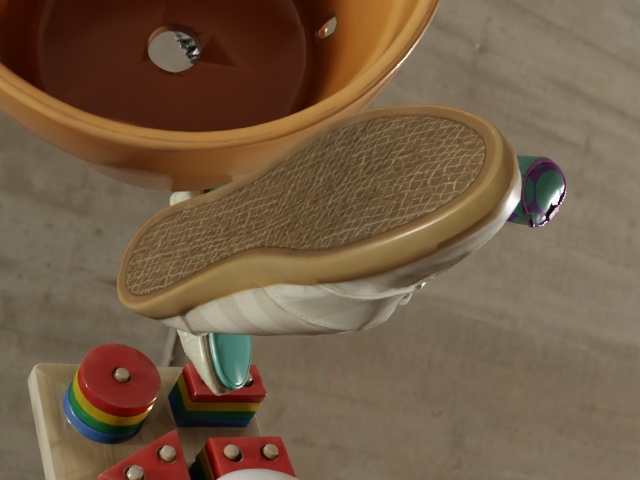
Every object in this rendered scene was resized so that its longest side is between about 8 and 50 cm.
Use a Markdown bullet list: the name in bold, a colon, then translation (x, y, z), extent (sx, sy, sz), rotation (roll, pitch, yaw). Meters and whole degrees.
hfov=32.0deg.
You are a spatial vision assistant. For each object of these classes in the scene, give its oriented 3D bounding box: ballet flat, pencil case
- **ballet flat**: translation (-0.079, 0.033, 0.764), extent (0.052, 0.168, 0.057), rotation (-20, -34, 26)
- **pencil case**: translation (0.148, -0.046, 1.041), extent (0.151, 0.064, 0.070), rotation (8, -50, 44)

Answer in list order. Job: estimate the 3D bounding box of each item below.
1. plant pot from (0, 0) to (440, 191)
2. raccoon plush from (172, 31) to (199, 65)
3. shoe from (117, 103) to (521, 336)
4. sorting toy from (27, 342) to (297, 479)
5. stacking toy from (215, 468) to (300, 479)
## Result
- **plant pot**: translation (-0.085, -0.153, 0.668), extent (0.290, 0.291, 0.203), rotation (13, -19, -5)
- **raccoon plush**: translation (0.000, -0.271, 1.399), extent (0.299, 0.446, 0.216), rotation (-21, 17, 15)
- **shoe**: translation (0.000, 0.000, 0.469), extent (0.219, 0.077, 0.058), rotation (-15, -41, 44)
- **sorting toy**: translation (-0.156, 0.220, 1.182), extent (0.255, 0.089, 0.257), rotation (6, 43, -32)
- **stacking toy**: translation (0.088, 0.355, 0.873), extent (0.480, 0.350, 0.350), rotation (44, 0, 11)
